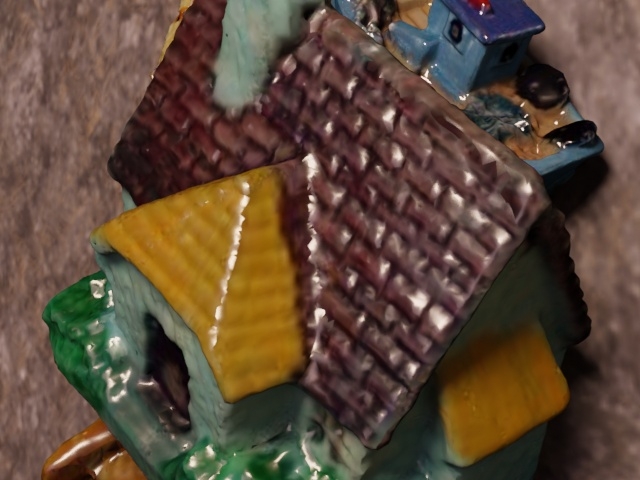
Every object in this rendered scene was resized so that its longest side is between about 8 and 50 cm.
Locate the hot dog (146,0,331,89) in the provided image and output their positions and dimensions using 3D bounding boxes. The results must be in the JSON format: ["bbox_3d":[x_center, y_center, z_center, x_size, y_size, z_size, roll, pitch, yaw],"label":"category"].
[{"bbox_3d":[-0.047,-0.164,0.940,0.131,0.069,0.252,28,102,36],"label":"hot dog"}]

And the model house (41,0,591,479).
[{"bbox_3d":[0.000,0.000,0.729,0.280,0.230,0.248,42,144,33],"label":"model house"}]

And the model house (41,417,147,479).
[{"bbox_3d":[-0.073,0.187,0.864,0.220,0.199,0.229,1,48,1],"label":"model house"}]

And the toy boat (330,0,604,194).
[{"bbox_3d":[0.075,-0.115,0.813,0.223,0.100,0.097,50,142,29],"label":"toy boat"}]
